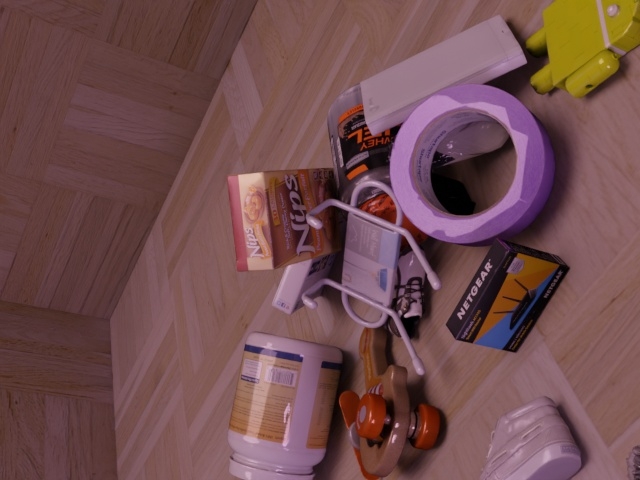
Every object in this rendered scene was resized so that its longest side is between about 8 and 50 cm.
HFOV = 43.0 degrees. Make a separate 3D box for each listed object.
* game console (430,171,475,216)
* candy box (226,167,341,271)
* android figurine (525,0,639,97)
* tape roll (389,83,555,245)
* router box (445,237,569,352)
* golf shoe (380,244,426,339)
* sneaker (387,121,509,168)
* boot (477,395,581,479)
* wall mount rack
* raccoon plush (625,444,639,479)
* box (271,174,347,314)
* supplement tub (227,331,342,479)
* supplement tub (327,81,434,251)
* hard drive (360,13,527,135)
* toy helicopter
[{"bbox_3d":[0.230,-0.073,1.572,0.071,0.122,0.107,23,99,64],"label":"game console"},{"bbox_3d":[-0.064,-0.049,1.626,0.087,0.316,0.183,-5,94,25],"label":"candy box"},{"bbox_3d":[0.454,-0.366,1.366,0.273,0.056,0.248,-37,46,54],"label":"android figurine"},{"bbox_3d":[0.263,-0.128,1.421,0.274,0.090,0.275,-3,84,28],"label":"tape roll"},{"bbox_3d":[0.306,0.093,1.336,0.179,0.133,0.046,-64,28,22],"label":"router box"},{"bbox_3d":[0.185,0.107,1.629,0.094,0.077,0.198,43,129,55],"label":"golf shoe"},{"bbox_3d":[0.245,-0.190,1.547,0.086,0.237,0.085,-47,-55,-65],"label":"sneaker"},{"bbox_3d":[0.298,0.358,1.288,0.258,0.095,0.123,-48,31,29],"label":"boot"},{"bbox_3d":[0.107,0.077,1.530,0.304,0.130,0.350,25,131,27],"label":"wall mount rack"},{"bbox_3d":[0.495,0.411,0.859,0.446,0.216,0.300,27,-118,-88],"label":"raccoon plush"},{"bbox_3d":[0.000,0.000,1.903,0.322,0.058,0.232,-67,-13,13],"label":"box"},{"bbox_3d":[-0.084,0.379,1.835,0.228,0.228,0.317,-2,75,62],"label":"supplement tub"},{"bbox_3d":[0.131,-0.155,1.710,0.207,0.207,0.338,-48,39,42],"label":"supplement tub"},{"bbox_3d":[0.226,-0.321,1.564,0.307,0.040,0.203,-24,30,14],"label":"hard drive"},{"bbox_3d":[0.114,0.318,1.643,0.355,0.140,0.235,-93,21,-51],"label":"toy helicopter"}]
